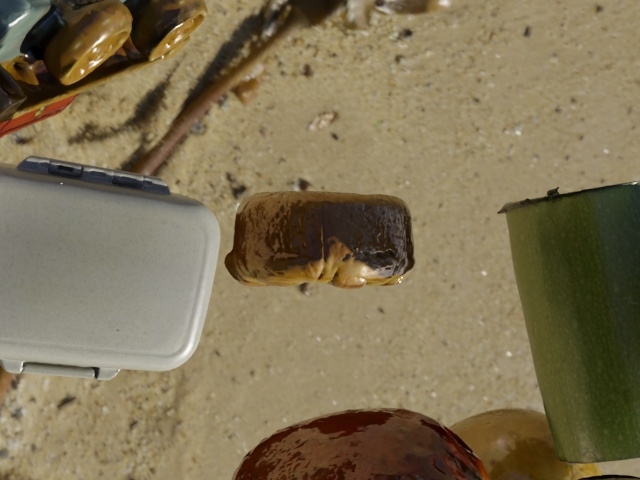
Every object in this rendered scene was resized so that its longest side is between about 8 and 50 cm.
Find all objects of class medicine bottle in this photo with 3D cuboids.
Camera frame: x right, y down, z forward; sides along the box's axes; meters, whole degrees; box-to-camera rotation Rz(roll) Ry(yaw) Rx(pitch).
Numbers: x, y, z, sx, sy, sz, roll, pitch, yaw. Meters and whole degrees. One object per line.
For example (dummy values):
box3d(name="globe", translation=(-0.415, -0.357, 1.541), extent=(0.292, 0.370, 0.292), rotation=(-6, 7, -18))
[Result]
box3d(name="medicine bottle", translation=(-0.327, 0.038, 1.433), extent=(0.375, 0.123, 0.282), rotation=(9, 95, -30))

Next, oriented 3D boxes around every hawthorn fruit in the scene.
box3d(name="hawthorn fruit", translation=(0.052, 0.289, 1.017), extent=(0.300, 0.275, 0.275), rotation=(-17, 124, 12))

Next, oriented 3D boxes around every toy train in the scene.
box3d(name="toy train", translation=(-0.252, -0.172, 0.891), extent=(0.232, 0.369, 0.163), rotation=(-37, 94, 25))

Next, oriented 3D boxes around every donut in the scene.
box3d(name="donut", translation=(0.002, 0.000, 1.272), extent=(0.227, 0.226, 0.113), rotation=(1, 91, -29))

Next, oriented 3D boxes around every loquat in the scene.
box3d(name="loquat", translation=(0.310, 0.440, 1.744), extent=(0.328, 0.359, 0.328), rotation=(1, 109, 3))

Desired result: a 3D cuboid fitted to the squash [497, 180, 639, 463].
box3d(name="squash", translation=(0.422, 0.105, 1.537), extent=(0.263, 0.263, 0.384), rotation=(-9, 84, -25))

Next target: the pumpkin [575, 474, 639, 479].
box3d(name="pumpkin", translation=(0.187, 0.271, 0.713), extent=(0.159, 0.238, 0.238), rotation=(9, 108, -12))
